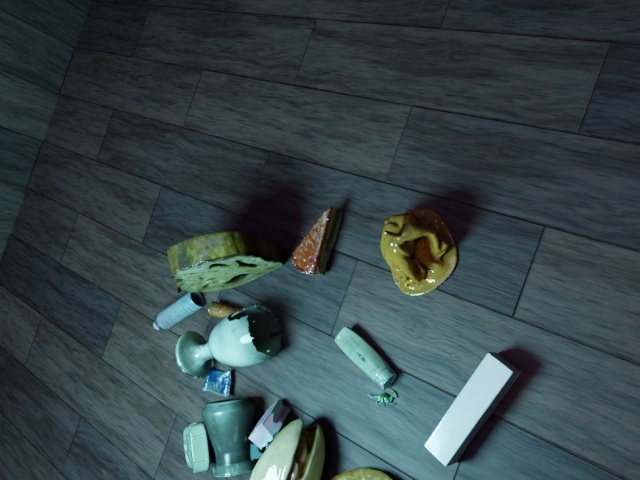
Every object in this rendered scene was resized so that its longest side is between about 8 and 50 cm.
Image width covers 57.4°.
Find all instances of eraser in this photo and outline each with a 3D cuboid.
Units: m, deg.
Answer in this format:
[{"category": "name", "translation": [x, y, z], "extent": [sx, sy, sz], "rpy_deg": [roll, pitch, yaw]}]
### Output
[{"category": "eraser", "translation": [0.385, 0.428, 1.483], "extent": [0.078, 0.076, 0.298], "rpy_deg": [37, 101, 33]}]

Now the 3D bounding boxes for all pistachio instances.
[{"category": "pistachio", "translation": [-0.093, 0.672, 1.693], "extent": [0.318, 0.193, 0.214], "rpy_deg": [-63, 12, -8]}]

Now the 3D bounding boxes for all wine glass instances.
[{"category": "wine glass", "translation": [-0.294, 0.333, 1.899], "extent": [0.356, 0.190, 0.191], "rpy_deg": [-25, 66, 28]}]

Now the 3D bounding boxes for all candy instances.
[{"category": "candy", "translation": [-0.351, 0.480, 1.992], "extent": [0.136, 0.038, 0.088], "rpy_deg": [-1, 72, 41]}]

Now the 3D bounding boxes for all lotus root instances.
[{"category": "lotus root", "translation": [-0.304, 0.072, 1.882], "extent": [0.390, 0.374, 0.111], "rpy_deg": [132, 133, -61]}]

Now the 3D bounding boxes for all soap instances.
[{"category": "soap", "translation": [-0.157, 0.561, 1.776], "extent": [0.056, 0.149, 0.100], "rpy_deg": [42, 108, 1]}]

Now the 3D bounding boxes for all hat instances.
[{"category": "hat", "translation": [0.224, 0.012, 1.592], "extent": [0.233, 0.233, 0.244], "rpy_deg": [38, 100, 35]}]

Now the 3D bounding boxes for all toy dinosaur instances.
[{"category": "toy dinosaur", "translation": [0.178, 0.441, 1.655], "extent": [0.083, 0.021, 0.062], "rpy_deg": [38, 94, 30]}]

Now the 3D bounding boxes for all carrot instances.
[{"category": "carrot", "translation": [-0.283, 0.255, 2.000], "extent": [0.224, 0.057, 0.057], "rpy_deg": [8, 84, 29]}]

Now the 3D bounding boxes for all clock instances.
[{"category": "clock", "translation": [-0.413, 0.680, 1.930], "extent": [0.191, 0.062, 0.152], "rpy_deg": [145, 118, -65]}]

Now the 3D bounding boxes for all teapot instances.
[{"category": "teapot", "translation": [-0.265, 0.616, 1.845], "extent": [0.203, 0.171, 0.225], "rpy_deg": [-9, 80, 1]}]

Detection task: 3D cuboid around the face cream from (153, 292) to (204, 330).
[{"category": "face cream", "translation": [-0.528, 0.264, 2.142], "extent": [0.229, 0.075, 0.075], "rpy_deg": [-33, 63, 23]}]

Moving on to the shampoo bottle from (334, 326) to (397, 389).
[{"category": "shampoo bottle", "translation": [0.130, 0.338, 1.693], "extent": [0.212, 0.049, 0.072], "rpy_deg": [41, 99, 33]}]

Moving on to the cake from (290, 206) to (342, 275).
[{"category": "cake", "translation": [-0.017, -0.001, 1.848], "extent": [0.116, 0.086, 0.221], "rpy_deg": [11, 87, 33]}]

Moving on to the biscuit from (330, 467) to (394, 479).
[{"category": "biscuit", "translation": [0.091, 0.730, 1.590], "extent": [0.308, 0.040, 0.205], "rpy_deg": [-28, 41, 11]}]
